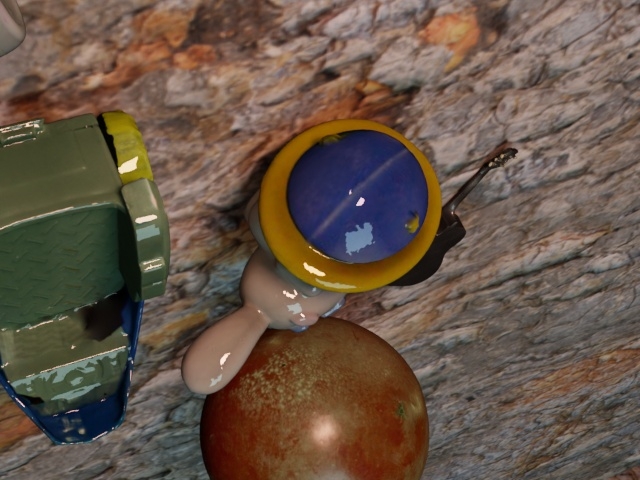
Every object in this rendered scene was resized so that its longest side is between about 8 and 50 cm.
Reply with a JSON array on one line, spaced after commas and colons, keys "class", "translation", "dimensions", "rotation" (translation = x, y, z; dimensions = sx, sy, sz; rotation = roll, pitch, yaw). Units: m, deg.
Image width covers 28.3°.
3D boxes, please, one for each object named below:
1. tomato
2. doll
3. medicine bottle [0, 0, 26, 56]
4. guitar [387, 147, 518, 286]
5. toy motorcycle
[{"class": "tomato", "translation": [0.006, 0.216, 1.441], "dimensions": [0.223, 0.270, 0.270], "rotation": [-14, 161, 34]}, {"class": "doll", "translation": [-0.024, 0.005, 1.189], "dimensions": [0.311, 0.159, 0.242], "rotation": [-44, -172, -28]}, {"class": "medicine bottle", "translation": [-0.307, -0.123, 0.826], "dimensions": [0.217, 0.090, 0.090], "rotation": [-25, 152, 1]}, {"class": "guitar", "translation": [0.144, -0.025, 1.418], "dimensions": [0.088, 0.025, 0.233], "rotation": [4, 140, -41]}, {"class": "toy motorcycle", "translation": [-0.226, 0.054, 1.077], "dimensions": [0.191, 0.200, 0.326], "rotation": [-17, 148, -18]}]
